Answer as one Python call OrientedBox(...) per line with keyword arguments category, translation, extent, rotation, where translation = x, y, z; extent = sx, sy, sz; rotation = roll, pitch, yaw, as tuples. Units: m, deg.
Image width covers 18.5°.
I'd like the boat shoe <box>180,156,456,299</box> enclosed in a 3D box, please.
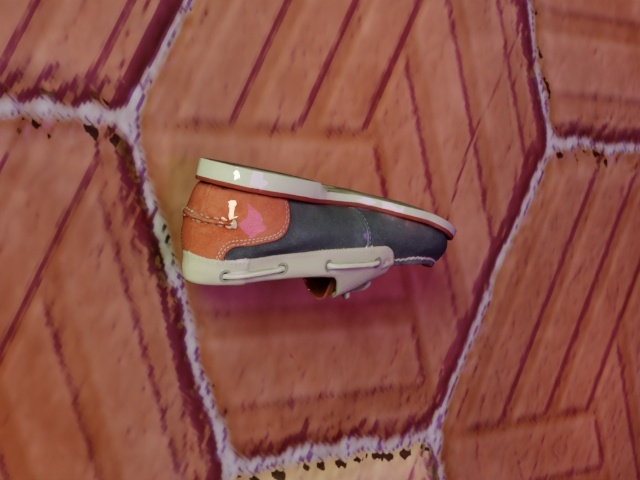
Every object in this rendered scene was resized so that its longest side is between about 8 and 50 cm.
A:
OrientedBox(category="boat shoe", translation=(0.000, 0.000, 0.716), extent=(0.137, 0.049, 0.043), rotation=(9, 92, -53))
